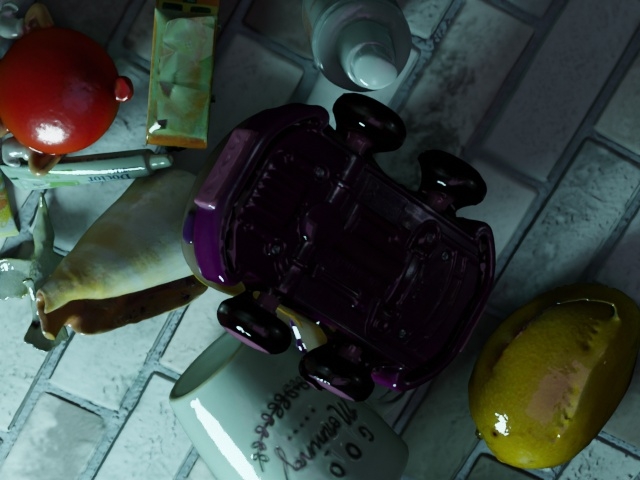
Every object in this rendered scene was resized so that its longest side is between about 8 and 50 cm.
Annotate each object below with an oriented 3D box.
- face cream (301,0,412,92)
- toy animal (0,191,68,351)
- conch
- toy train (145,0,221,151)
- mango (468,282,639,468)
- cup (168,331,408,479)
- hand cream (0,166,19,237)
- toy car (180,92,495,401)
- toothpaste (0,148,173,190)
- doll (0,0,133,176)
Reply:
[{"bbox_3d":[0.039,-0.200,1.565,0.101,0.252,0.101,-2,111,-4],"label":"face cream"},{"bbox_3d":[-0.291,0.032,1.711,0.219,0.095,0.155,-3,116,-5],"label":"toy animal"},{"bbox_3d":[-0.198,0.002,1.677,0.255,0.127,0.158,-20,149,-30],"label":"conch"},{"bbox_3d":[-0.141,-0.177,1.640,0.072,0.099,0.188,4,110,-7],"label":"toy train"},{"bbox_3d":[0.267,0.149,1.787,0.166,0.136,0.236,41,97,-15],"label":"mango"},{"bbox_3d":[-0.019,0.188,1.773,0.258,0.186,0.234,-45,102,-19],"label":"cup"},{"bbox_3d":[-0.351,-0.048,1.714,0.035,0.022,0.102,-9,116,-10],"label":"hand cream"},{"bbox_3d":[0.000,0.000,1.619,0.340,0.240,0.271,35,81,-29],"label":"toy car"},{"bbox_3d":[-0.245,-0.075,1.671,0.197,0.029,0.048,-5,146,21],"label":"toothpaste"},{"bbox_3d":[-0.297,-0.159,1.644,0.217,0.085,0.183,-11,99,12],"label":"doll"}]
